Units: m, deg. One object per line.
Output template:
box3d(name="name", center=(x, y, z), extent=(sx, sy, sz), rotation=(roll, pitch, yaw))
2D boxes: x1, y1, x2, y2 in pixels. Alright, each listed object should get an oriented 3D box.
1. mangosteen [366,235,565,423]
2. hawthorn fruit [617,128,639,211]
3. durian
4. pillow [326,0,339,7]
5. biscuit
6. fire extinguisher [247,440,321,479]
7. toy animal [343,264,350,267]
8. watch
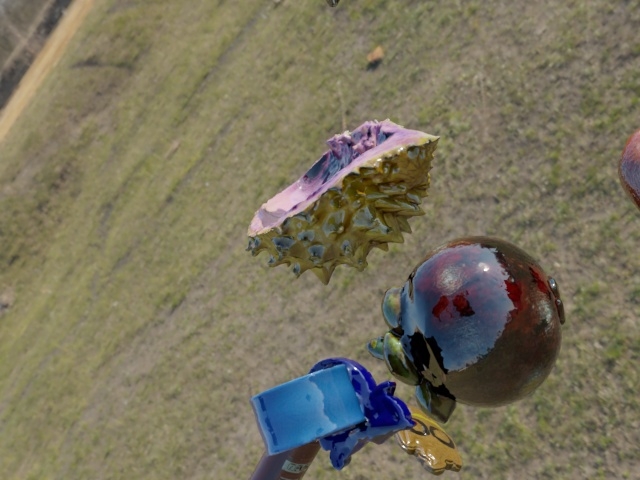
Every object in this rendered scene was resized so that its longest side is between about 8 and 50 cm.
box3d(name="mangosteen", center=(0.250, 0.138, 1.311), extent=(0.311, 0.311, 0.311), rotation=(-41, 28, 28))
box3d(name="hawthorn fruit", center=(0.463, -0.088, 1.039), extent=(0.133, 0.133, 0.138), rotation=(-47, 50, 18))
box3d(name="durian", center=(0.017, -0.030, 0.821), extent=(0.191, 0.112, 0.341), rotation=(-46, 12, -5))
box3d(name="pillow", center=(0.000, -0.292, 0.743), extent=(0.055, 0.091, 0.135), rotation=(-27, 51, 13))
box3d(name="biscuit", center=(0.270, 0.514, 2.059), extent=(0.041, 0.208, 0.290), rotation=(-61, 15, 14))
box3d(name="fire extinguisher", center=(-0.094, 0.536, 1.742), extent=(0.337, 0.107, 0.147), rotation=(-63, 20, 23))
box3d(name="toy animal", center=(-0.001, -0.002, 1.808), extent=(0.212, 0.124, 0.124), rotation=(1, 59, 55))
box3d(name="watch", center=(0.001, 0.267, 1.229), extent=(0.196, 0.200, 0.171), rotation=(-41, 65, 34))
